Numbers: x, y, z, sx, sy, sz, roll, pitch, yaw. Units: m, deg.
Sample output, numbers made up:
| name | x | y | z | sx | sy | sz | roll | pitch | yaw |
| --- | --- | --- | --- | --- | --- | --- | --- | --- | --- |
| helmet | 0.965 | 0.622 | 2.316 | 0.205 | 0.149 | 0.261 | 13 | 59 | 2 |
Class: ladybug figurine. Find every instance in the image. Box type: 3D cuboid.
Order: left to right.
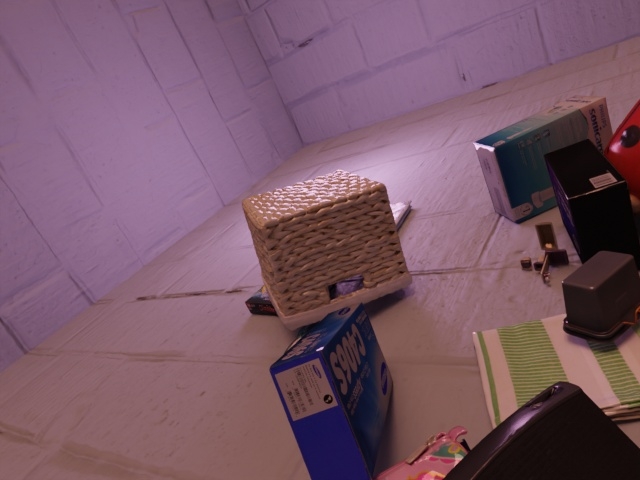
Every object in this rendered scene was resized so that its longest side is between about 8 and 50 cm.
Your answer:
| name | x | y | z | sx | sy | sz | roll | pitch | yaw |
| --- | --- | --- | --- | --- | --- | --- | --- | --- | --- |
| ladybug figurine | 0.721 | -0.246 | 0.936 | 0.449 | 0.161 | 0.305 | -50 | -14 | -10 |

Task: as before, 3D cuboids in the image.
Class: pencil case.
| name | x | y | z | sx | sy | sz | roll | pitch | yaw |
| --- | --- | --- | --- | --- | --- | --- | --- | --- | --- |
| pencil case | 0.076 | 0.340 | 0.573 | 0.283 | 0.124 | 0.124 | -27 | 20 | -2 |

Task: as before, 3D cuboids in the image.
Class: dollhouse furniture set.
| name | x | y | z | sx | sy | sz | roll | pitch | yaw |
| --- | --- | --- | --- | --- | --- | --- | --- | --- | --- |
| dollhouse furniture set | 0.433 | 0.027 | 0.944 | 0.090 | 0.114 | 0.081 | -4 | 33 | 40 |

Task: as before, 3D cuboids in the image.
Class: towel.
| name | x | y | z | sx | sy | sz | roll | pitch | yaw |
| --- | --- | --- | --- | --- | --- | --- | --- | --- | --- |
| towel | 0.406 | 0.176 | 0.713 | 0.324 | 0.038 | 0.248 | -19 | 20 | 17 |

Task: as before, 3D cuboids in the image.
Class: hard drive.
| name | x | y | z | sx | sy | sz | roll | pitch | yaw |
| --- | --- | --- | --- | --- | --- | --- | --- | --- | --- |
| hard drive | 0.238 | 0.279 | 0.490 | 0.254 | 0.054 | 0.172 | -31 | 66 | -19 |

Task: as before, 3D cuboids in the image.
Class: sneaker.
| name | x | y | z | sx | sy | sz | roll | pitch | yaw |
| --- | --- | --- | --- | --- | --- | --- | --- | --- | --- |
| sneaker | -0.031 | 0.232 | 1.080 | 0.076 | 0.065 | 0.166 | -15 | 13 | 48 |

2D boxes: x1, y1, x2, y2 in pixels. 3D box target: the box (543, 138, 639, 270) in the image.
| name | x | y | z | sx | sy | sz | roll | pitch | yaw |
| --- | --- | --- | --- | --- | --- | --- | --- | --- | --- |
| box | 0.543 | -0.070 | 0.947 | 0.103 | 0.184 | 0.261 | -20 | 20 | 24 |

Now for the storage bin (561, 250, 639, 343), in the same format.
| name | x | y | z | sx | sy | sz | roll | pitch | yaw |
| --- | --- | --- | --- | --- | --- | --- | --- | --- | --- |
| storage bin | 0.444 | 0.082 | 0.731 | 0.135 | 0.091 | 0.098 | -31 | 20 | -20 |

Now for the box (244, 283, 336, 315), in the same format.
| name | x | y | z | sx | sy | sz | roll | pitch | yaw |
| --- | --- | --- | --- | --- | --- | --- | --- | --- | --- |
| box | -0.088 | 0.151 | 1.356 | 0.233 | 0.044 | 0.159 | -5 | 28 | 45 |

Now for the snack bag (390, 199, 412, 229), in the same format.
| name | x | y | z | sx | sy | sz | roll | pitch | yaw |
| --- | --- | --- | --- | --- | --- | --- | --- | --- | --- |
| snack bag | 0.110 | -0.024 | 1.570 | 0.342 | 0.037 | 0.323 | -11 | 25 | 36 |

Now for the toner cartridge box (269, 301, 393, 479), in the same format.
| name | x | y | z | sx | sy | sz | roll | pitch | yaw |
| --- | --- | --- | --- | --- | --- | --- | --- | --- | --- |
| toner cartridge box | 0.037 | 0.208 | 0.717 | 0.075 | 0.165 | 0.348 | -21 | -2 | 13 |

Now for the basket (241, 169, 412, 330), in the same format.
| name | x | y | z | sx | sy | sz | roll | pitch | yaw |
| --- | --- | --- | --- | --- | --- | --- | --- | --- | --- |
| basket | 0.000 | 0.000 | 1.182 | 0.328 | 0.267 | 0.331 | -19 | 18 | -11 |

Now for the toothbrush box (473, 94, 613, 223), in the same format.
| name | x | y | z | sx | sy | sz | roll | pitch | yaw |
| --- | --- | --- | --- | --- | --- | --- | --- | --- | --- |
| toothbrush box | 0.579 | -0.210 | 1.205 | 0.295 | 0.217 | 0.126 | -25 | 20 | 3 |
